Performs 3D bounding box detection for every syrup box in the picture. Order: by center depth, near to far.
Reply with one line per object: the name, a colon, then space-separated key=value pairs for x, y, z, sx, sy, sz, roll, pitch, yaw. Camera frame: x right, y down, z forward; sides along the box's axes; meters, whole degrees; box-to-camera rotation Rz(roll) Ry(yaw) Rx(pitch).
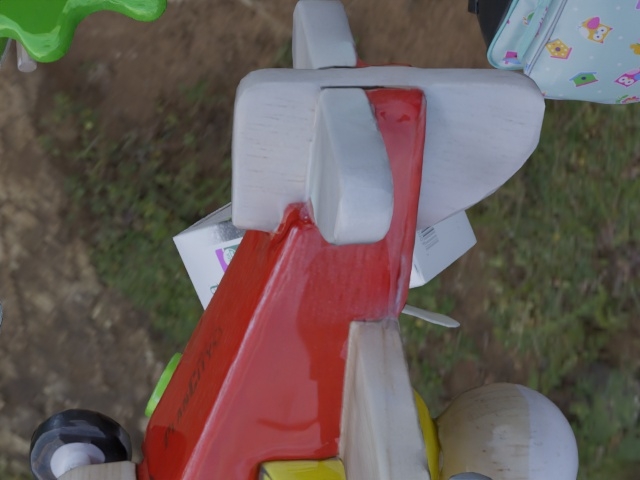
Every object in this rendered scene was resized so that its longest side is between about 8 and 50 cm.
syrup box: x=0.000 y=0.000 z=1.382 sx=0.237 sy=0.096 sz=0.093 roll=-15 pitch=103 yaw=39

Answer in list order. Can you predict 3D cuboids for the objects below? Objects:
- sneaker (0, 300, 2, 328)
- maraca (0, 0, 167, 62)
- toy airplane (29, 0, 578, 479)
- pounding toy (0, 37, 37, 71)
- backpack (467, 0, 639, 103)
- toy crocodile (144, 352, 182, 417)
sneaker: x=-0.321 y=0.146 z=1.453 sx=0.093 sy=0.088 sz=0.225 roll=16 pitch=90 yaw=46
maraca: x=-0.119 y=-0.146 z=0.667 sx=0.127 sy=0.185 sz=0.099 roll=-25 pitch=150 yaw=-6
toy airplane: x=0.026 y=0.071 z=0.885 sx=0.272 sy=0.384 sz=0.386 roll=19 pitch=74 yaw=-18
pounding toy: x=-0.355 y=-0.201 z=1.513 sx=0.110 sy=0.183 sz=0.237 roll=25 pitch=144 yaw=-35
backpack: x=0.223 y=-0.188 z=1.213 sx=0.188 sy=0.144 sz=0.166 roll=-4 pitch=143 yaw=-20
toy crocodile: x=-0.128 y=0.221 z=1.527 sx=0.115 sy=0.340 sz=0.105 roll=25 pitch=157 yaw=1
